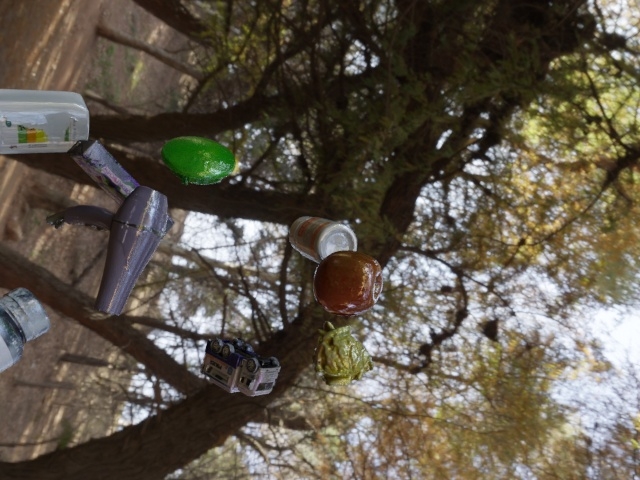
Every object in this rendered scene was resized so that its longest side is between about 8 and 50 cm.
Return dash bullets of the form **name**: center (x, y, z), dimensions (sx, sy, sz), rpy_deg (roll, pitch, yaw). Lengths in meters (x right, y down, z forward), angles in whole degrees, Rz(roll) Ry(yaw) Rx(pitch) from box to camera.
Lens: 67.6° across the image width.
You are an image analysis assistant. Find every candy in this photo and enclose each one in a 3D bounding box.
- **candy**: center (-0.504, -0.128, 1.228), dimensions (0.088, 0.312, 0.061), rpy_deg (5, -126, 36)

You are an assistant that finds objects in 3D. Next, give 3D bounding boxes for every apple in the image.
- **apple**: center (0.074, 0.112, 1.252), dimensions (0.168, 0.181, 0.181), rpy_deg (4, -108, 24)

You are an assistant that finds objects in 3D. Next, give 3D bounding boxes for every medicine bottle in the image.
- **medicine bottle**: center (0.000, 0.000, 1.517), dimensions (0.252, 0.144, 0.145), rpy_deg (16, -94, 65)
- **medicine bottle**: center (-0.749, -0.295, 1.196), dimensions (0.111, 0.296, 0.161), rpy_deg (57, -44, 29)
- **medicine bottle**: center (-0.632, 0.195, 0.823), dimensions (0.141, 0.141, 0.293), rpy_deg (-37, -179, 45)

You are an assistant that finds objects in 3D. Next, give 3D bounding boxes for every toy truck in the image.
- **toy truck**: center (-0.272, 0.436, 1.615), dimensions (0.268, 0.124, 0.155), rpy_deg (16, -89, 36)

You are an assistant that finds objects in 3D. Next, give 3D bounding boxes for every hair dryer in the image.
- **hair dryer**: center (-0.551, -0.004, 1.174), dimensions (0.361, 0.121, 0.301), rpy_deg (14, -99, 27)

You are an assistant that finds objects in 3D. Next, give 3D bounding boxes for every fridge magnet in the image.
- **fridge magnet**: center (-0.345, -0.229, 1.355), dimensions (0.208, 0.208, 0.088), rpy_deg (-106, -153, -48)

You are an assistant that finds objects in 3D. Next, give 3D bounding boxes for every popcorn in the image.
- **popcorn**: center (0.054, 0.355, 1.476), dimensions (0.167, 0.186, 0.187), rpy_deg (-29, -153, -12)
